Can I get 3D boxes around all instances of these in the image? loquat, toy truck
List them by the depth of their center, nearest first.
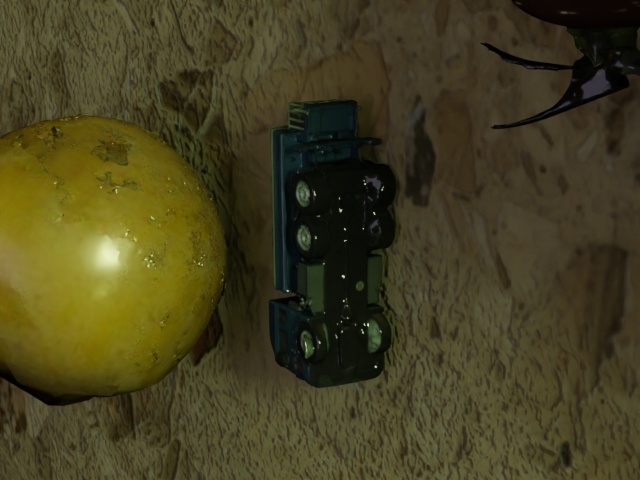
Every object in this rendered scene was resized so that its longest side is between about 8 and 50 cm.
[{"bbox_3d":[0.000,0.000,1.286,0.088,0.074,0.201,18,112,55],"label":"toy truck"},{"bbox_3d":[-0.186,0.016,1.415,0.235,0.235,0.235,17,112,50],"label":"loquat"}]

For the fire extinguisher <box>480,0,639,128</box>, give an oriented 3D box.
[{"bbox_3d":[0.148,-0.228,0.994,0.135,0.114,0.337,4,102,31],"label":"fire extinguisher"}]
